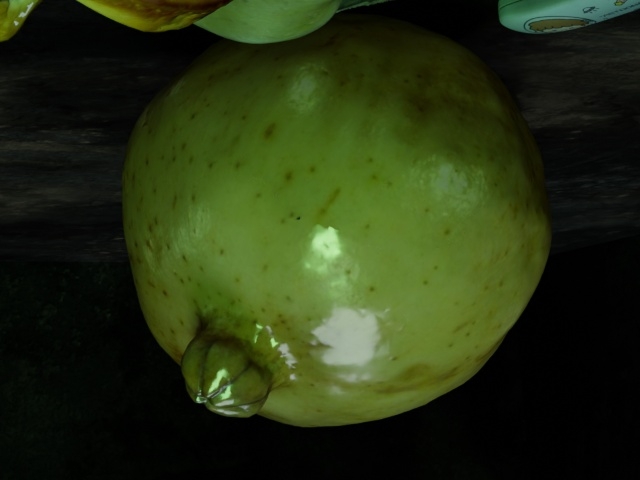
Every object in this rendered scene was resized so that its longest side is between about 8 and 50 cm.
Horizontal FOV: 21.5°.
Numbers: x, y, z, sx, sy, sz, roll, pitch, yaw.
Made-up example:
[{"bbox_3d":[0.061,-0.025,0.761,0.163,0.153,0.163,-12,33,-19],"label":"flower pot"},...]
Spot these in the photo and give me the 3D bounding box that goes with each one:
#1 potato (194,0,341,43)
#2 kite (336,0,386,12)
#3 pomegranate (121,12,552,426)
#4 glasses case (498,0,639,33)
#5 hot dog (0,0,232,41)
[{"bbox_3d":[-0.027,-0.195,0.849,0.160,0.178,0.235,-46,169,-34],"label":"potato"},{"bbox_3d":[0.038,-0.194,0.966,0.250,0.229,0.012,-38,127,6],"label":"kite"},{"bbox_3d":[0.000,0.000,1.441,0.410,0.410,0.410,-4,172,-1],"label":"pomegranate"},{"bbox_3d":[0.221,-0.203,1.365,0.067,0.045,0.178,4,169,-41],"label":"glasses case"},{"bbox_3d":[-0.067,-0.167,0.598,0.135,0.100,0.337,0,-148,9],"label":"hot dog"}]
